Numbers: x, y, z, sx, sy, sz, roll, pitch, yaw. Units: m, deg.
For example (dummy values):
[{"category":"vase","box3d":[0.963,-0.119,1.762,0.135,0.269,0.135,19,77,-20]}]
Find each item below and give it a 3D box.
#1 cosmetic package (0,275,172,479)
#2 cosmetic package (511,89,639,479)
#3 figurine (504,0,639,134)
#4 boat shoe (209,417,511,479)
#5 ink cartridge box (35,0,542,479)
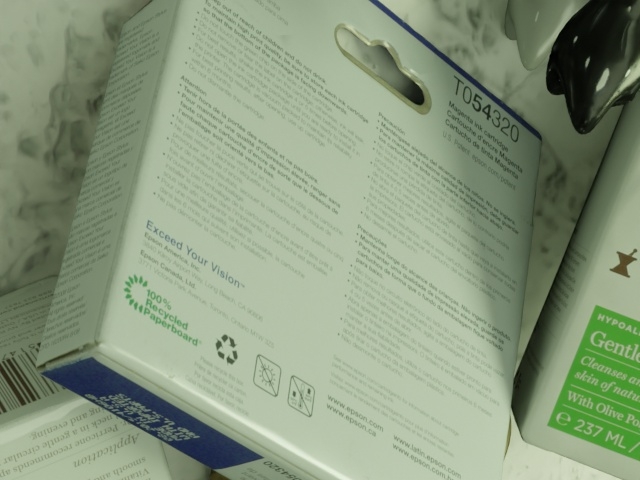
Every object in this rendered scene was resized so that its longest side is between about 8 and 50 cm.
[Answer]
[{"category":"cosmetic package","box3d":[-0.179,0.149,1.108,0.151,0.151,0.183,-20,119,-18]},{"category":"cosmetic package","box3d":[0.280,-0.015,1.215,0.197,0.155,0.365,20,97,0]},{"category":"figurine","box3d":[0.180,-0.186,1.115,0.092,0.215,0.209,20,106,-14]},{"category":"boat shoe","box3d":[-0.025,0.191,1.219,0.342,0.123,0.123,-36,136,-2]},{"category":"ink cartridge box","box3d":[0.000,0.000,1.119,0.324,0.071,0.330,35,51,-34]}]
